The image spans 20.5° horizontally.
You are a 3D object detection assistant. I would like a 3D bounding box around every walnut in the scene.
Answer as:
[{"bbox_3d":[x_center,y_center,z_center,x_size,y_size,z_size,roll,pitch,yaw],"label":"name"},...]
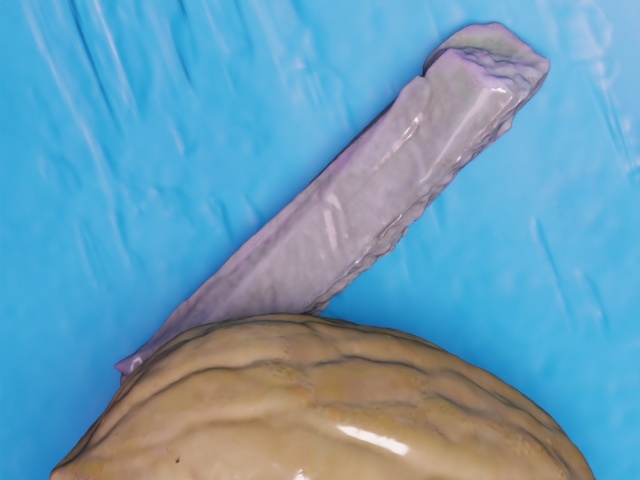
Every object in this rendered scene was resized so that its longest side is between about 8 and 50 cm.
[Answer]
[{"bbox_3d":[0.003,0.144,0.778,0.261,0.225,0.225,23,112,-14],"label":"walnut"}]

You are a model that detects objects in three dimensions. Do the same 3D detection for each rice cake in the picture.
[{"bbox_3d":[0.000,0.000,0.827,0.055,0.049,0.270,48,112,9],"label":"rice cake"}]
